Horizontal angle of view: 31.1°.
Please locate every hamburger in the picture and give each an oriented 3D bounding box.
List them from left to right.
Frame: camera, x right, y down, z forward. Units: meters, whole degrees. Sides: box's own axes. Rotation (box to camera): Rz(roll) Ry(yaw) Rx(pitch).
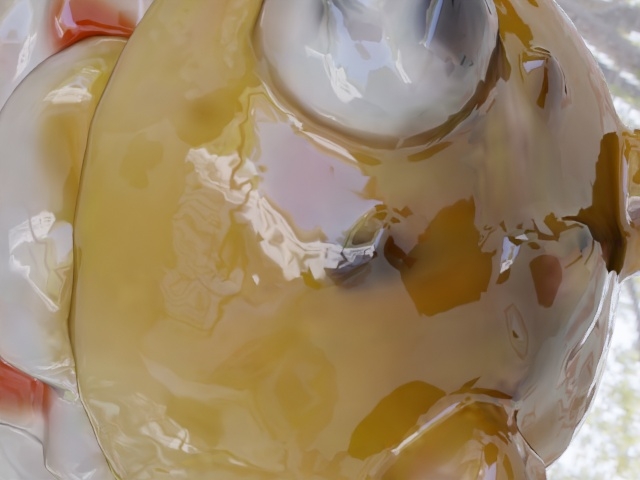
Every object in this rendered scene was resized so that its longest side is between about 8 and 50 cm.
[{"bbox_3d":[0.000,0.000,0.422,0.276,0.237,0.276,-11,105,-46],"label":"hamburger"}]
